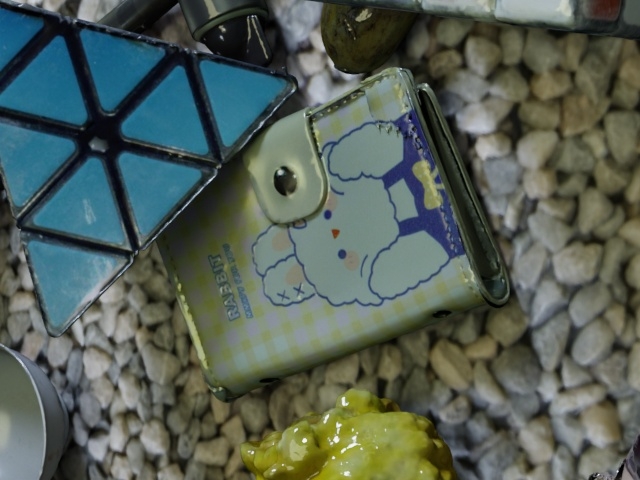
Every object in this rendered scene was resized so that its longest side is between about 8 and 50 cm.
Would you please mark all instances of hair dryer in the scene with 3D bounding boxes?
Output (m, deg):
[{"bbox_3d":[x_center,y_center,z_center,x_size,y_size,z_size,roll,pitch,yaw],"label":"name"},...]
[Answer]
[{"bbox_3d":[-0.148,-0.204,1.689,0.248,0.078,0.196,-31,74,45],"label":"hair dryer"}]

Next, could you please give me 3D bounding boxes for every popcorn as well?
[{"bbox_3d":[0.023,0.203,1.502,0.197,0.197,0.156,-11,85,38],"label":"popcorn"}]

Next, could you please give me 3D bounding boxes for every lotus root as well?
[{"bbox_3d":[0.050,-0.220,1.511,0.089,0.080,0.179,36,115,31],"label":"lotus root"}]

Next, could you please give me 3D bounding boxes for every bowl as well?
[{"bbox_3d":[-0.314,0.190,1.823,0.189,0.086,0.189,1,92,39],"label":"bowl"}]

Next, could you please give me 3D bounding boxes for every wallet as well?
[{"bbox_3d":[0.000,0.000,1.568,0.309,0.077,0.223,-24,79,35],"label":"wallet"}]

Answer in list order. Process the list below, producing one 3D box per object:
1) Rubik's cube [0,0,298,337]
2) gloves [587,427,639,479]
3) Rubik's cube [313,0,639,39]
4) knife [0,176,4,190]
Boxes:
[{"bbox_3d":[-0.198,-0.093,1.602,0.229,0.228,0.233,40,129,28],"label":"Rubik's cube"},{"bbox_3d":[0.258,0.202,1.366,0.144,0.094,0.110,-54,51,49],"label":"gloves"},{"bbox_3d":[0.151,-0.284,1.315,0.256,0.259,0.253,12,98,36],"label":"Rubik's cube"},{"bbox_3d":[-0.316,-0.109,1.840,0.018,0.031,0.121,25,106,37],"label":"knife"}]
